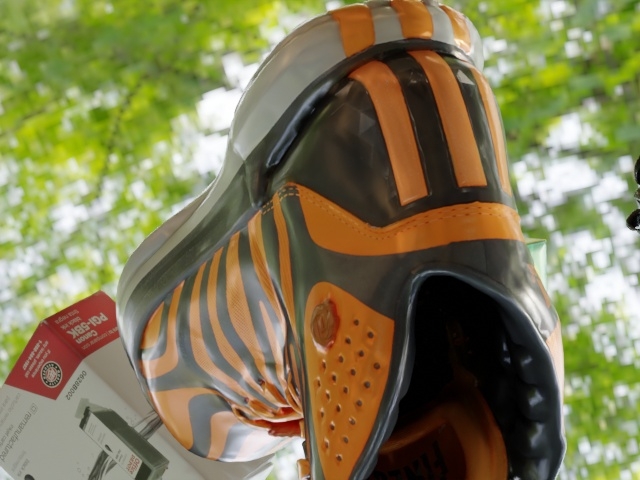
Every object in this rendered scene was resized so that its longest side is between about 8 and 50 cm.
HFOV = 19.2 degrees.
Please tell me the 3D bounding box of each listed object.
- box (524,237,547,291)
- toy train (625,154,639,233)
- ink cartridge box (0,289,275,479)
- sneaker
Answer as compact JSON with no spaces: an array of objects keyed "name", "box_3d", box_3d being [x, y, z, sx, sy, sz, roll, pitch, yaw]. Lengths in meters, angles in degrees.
[{"name":"box","box_3d":[0.071,0.062,1.003,0.043,0.179,0.105,-13,-166,-42]},{"name":"toy train","box_3d":[0.151,-0.053,0.563,0.158,0.036,0.027,-44,-145,-7]},{"name":"ink cartridge box","box_3d":[-0.106,0.110,1.008,0.135,0.099,0.056,42,-148,12]},{"name":"sneaker","box_3d":[-0.001,0.061,0.780,0.124,0.321,0.180,-6,-118,-18]}]
